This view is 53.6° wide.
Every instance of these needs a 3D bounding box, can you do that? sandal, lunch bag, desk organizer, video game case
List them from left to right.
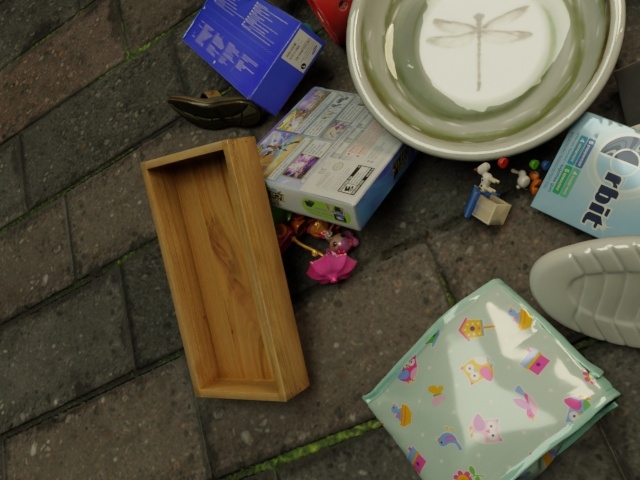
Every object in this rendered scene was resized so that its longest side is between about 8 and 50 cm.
[{"bbox_3d":[-0.211,-0.277,1.289,0.220,0.090,0.060,3,59,30],"label":"sandal"},{"bbox_3d":[0.024,-0.150,1.066,0.244,0.061,0.269,18,53,30],"label":"video game case"},{"bbox_3d":[0.227,0.210,0.853,0.262,0.160,0.223,-48,58,13],"label":"lunch bag"},{"bbox_3d":[0.473,-0.191,0.914,0.047,0.050,0.130,-20,78,57],"label":"desk organizer"},{"bbox_3d":[0.483,0.047,0.792,0.417,0.169,0.102,-4,29,25],"label":"sandal"}]

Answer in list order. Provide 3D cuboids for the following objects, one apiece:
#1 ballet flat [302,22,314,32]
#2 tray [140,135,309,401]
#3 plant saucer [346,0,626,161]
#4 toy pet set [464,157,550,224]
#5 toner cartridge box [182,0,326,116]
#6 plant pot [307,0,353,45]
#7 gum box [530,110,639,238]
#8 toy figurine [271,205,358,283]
[{"bbox_3d":[-0.073,-0.362,1.262,0.168,0.057,0.052,-59,30,-3],"label":"ballet flat"},{"bbox_3d":[-0.157,0.053,1.039,0.203,0.076,0.410,-8,97,36],"label":"tray"},{"bbox_3d":[0.243,-0.311,0.972,0.401,0.100,0.400,-2,85,17],"label":"plant saucer"},{"bbox_3d":[0.270,-0.084,0.966,0.065,0.122,0.114,42,122,43],"label":"toy pet set"},{"bbox_3d":[-0.143,-0.392,1.243,0.165,0.075,0.348,-52,46,10],"label":"toner cartridge box"},{"bbox_3d":[0.052,-0.483,1.158,0.174,0.191,0.191,-31,62,9],"label":"plant pot"},{"bbox_3d":[0.417,-0.078,0.890,0.184,0.041,0.156,33,107,31],"label":"gum box"},{"bbox_3d":[0.000,0.000,1.088,0.159,0.130,0.173,38,69,18],"label":"toy figurine"}]
